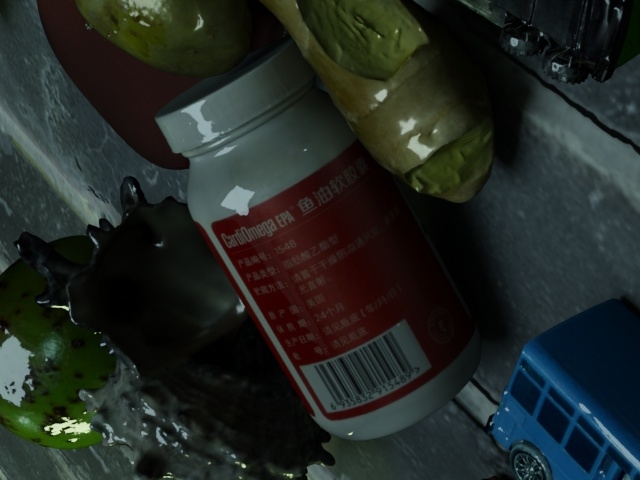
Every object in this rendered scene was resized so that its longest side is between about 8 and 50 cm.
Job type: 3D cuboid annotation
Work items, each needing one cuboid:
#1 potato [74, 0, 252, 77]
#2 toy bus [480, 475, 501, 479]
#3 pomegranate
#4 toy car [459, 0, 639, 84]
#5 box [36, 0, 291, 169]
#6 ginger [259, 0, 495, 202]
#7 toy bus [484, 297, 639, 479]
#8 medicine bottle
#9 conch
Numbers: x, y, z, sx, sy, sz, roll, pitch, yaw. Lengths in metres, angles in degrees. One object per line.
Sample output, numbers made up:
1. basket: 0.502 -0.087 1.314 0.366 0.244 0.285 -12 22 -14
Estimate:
1. potato: -0.105 -0.154 0.792 0.138 0.070 0.092 39 141 22
2. toy bus: 0.041 0.281 0.819 0.138 0.317 0.113 24 131 43
3. pomegranate: -0.216 0.107 1.229 0.263 0.211 0.211 21 131 19
4. toy car: 0.108 -0.150 0.679 0.165 0.062 0.071 40 139 37
5. box: -0.099 -0.234 0.893 0.263 0.108 0.404 50 145 22
6. ginger: 0.002 -0.137 0.738 0.086 0.131 0.294 -42 106 17
7. toy bus: 0.189 0.129 0.712 0.185 0.090 0.106 46 141 31
8. medicine bottle: 0.000 0.000 0.836 0.131 0.131 0.250 -6 117 58
9. conch: -0.111 0.102 1.014 0.186 0.241 0.313 -19 108 24
